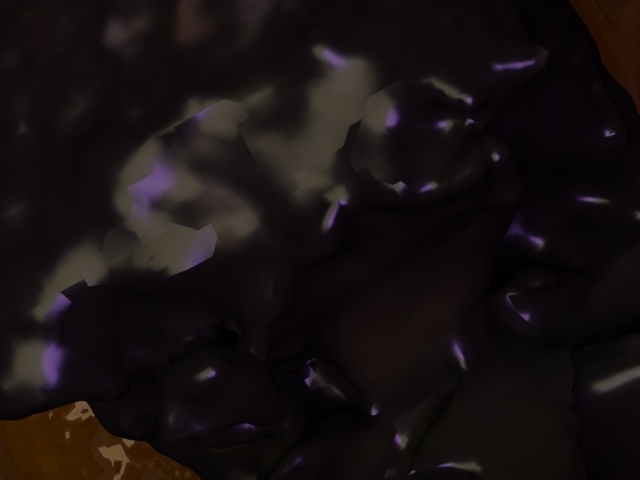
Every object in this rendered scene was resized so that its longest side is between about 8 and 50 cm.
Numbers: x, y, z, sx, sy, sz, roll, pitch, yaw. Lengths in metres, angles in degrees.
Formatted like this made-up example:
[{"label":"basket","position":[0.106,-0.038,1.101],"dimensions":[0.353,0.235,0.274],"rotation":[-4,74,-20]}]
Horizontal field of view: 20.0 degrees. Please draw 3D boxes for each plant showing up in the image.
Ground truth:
[{"label":"plant","position":[0.000,0.000,0.487],"dimensions":[0.199,0.188,0.276],"rotation":[-30,77,14]}]

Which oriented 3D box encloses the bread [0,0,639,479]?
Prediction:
[{"label":"bread","position":[-0.020,-0.029,0.669],"dimensions":[0.337,0.148,0.328],"rotation":[-23,82,21]}]
